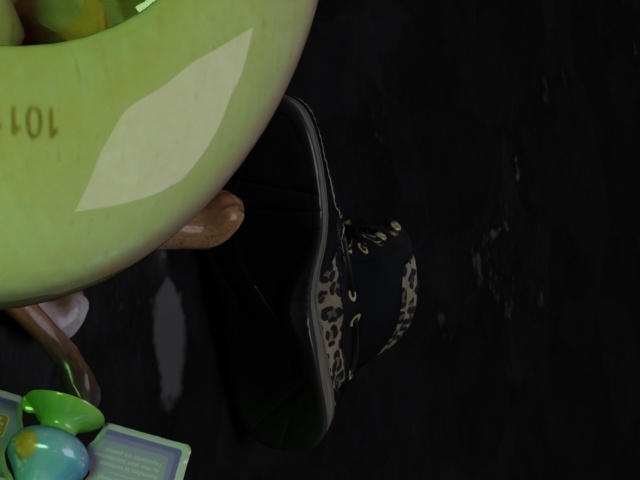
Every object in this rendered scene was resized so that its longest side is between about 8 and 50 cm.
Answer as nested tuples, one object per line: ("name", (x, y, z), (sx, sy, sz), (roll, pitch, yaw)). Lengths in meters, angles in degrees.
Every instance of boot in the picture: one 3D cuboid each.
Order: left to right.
("boot", (-0.002, 0.001, 1.227), (0.178, 0.085, 0.236), (-38, 128, -60))

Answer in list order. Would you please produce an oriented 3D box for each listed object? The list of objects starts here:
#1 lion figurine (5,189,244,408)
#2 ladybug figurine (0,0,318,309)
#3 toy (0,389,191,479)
("lion figurine", (-0.124, -0.127, 0.945), (0.240, 0.142, 0.392), (41, 56, -46))
("ladybug figurine", (-0.155, -0.173, 0.773), (0.162, 0.305, 0.449), (127, -37, -64))
("toy", (-0.154, 0.174, 0.860), (0.056, 0.137, 0.237), (108, -2, -56))
